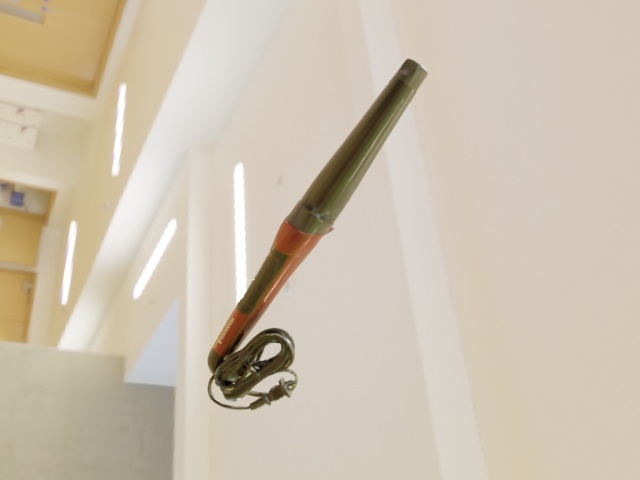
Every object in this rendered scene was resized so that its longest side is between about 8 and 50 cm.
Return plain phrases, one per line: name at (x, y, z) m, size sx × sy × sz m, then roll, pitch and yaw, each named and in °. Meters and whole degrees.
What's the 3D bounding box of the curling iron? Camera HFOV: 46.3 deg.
curling iron at (0.000, 0.000, 0.522) m, size 0.274 × 0.068 × 0.035 m, roll -62°, pitch 175°, yaw 6°
